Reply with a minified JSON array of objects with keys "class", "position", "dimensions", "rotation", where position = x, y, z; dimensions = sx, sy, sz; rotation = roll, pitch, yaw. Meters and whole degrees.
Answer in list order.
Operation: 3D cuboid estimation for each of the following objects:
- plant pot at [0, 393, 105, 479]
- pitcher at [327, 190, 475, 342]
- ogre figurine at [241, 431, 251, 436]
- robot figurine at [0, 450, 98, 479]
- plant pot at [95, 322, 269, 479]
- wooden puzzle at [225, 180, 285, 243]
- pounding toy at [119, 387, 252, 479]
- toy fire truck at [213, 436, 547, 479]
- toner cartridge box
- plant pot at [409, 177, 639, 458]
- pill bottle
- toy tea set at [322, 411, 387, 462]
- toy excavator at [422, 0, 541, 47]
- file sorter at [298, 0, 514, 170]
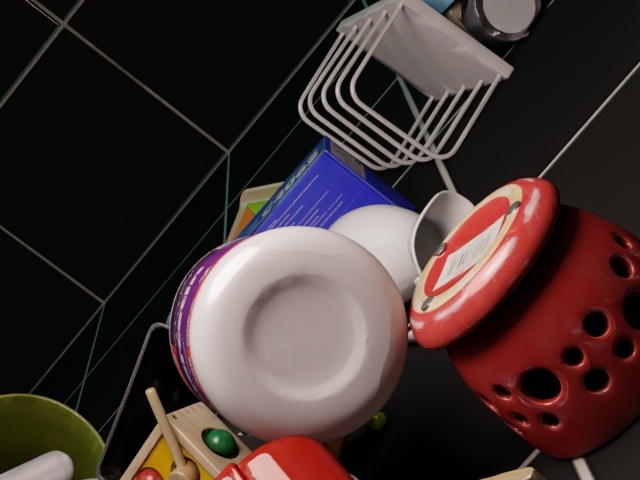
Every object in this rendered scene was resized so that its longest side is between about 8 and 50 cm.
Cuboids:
[{"class":"plant pot","position":[-0.497,0.439,2.491],"dimensions":[0.275,0.275,0.293],"rotation":[-64,1,-42]},{"class":"pitcher","position":[0.081,0.039,1.819],"dimensions":[0.207,0.125,0.177],"rotation":[-12,56,54]},{"class":"ogre figurine","position":[-0.117,0.267,1.914],"dimensions":[0.197,0.097,0.118],"rotation":[-40,2,2]},{"class":"robot figurine","position":[-0.307,0.398,1.775],"dimensions":[0.353,0.300,0.200],"rotation":[-22,16,-38]},{"class":"plant pot","position":[-0.112,0.215,1.757],"dimensions":[0.187,0.188,0.167],"rotation":[-69,-18,0]},{"class":"wooden puzzle","position":[-0.061,0.004,2.276],"dimensions":[0.221,0.044,0.238],"rotation":[-9,49,33]},{"class":"pounding toy","position":[-0.139,0.234,1.603],"dimensions":[0.141,0.130,0.100],"rotation":[-56,-20,24]},{"class":"toy fire truck","position":[0.043,0.229,1.239],"dimensions":[0.246,0.217,0.158],"rotation":[-47,42,1]},{"class":"toner cartridge box","position":[-0.042,0.041,2.103],"dimensions":[0.348,0.165,0.075],"rotation":[-48,13,16]},{"class":"plant pot","position":[0.183,0.054,1.273],"dimensions":[0.191,0.174,0.191],"rotation":[-48,12,13]},{"class":"pill bottle","position":[-0.040,0.082,1.396],"dimensions":[0.181,0.181,0.323],"rotation":[-54,7,-8]},{"class":"toy tea set","position":[0.000,0.266,1.555],"dimensions":[0.200,0.124,0.336],"rotation":[96,-166,-51]},{"class":"toy excavator","position":[0.185,-0.545,2.259],"dimensions":[0.433,0.445,0.222],"rotation":[-55,14,-10]},{"class":"file sorter","position":[0.106,-0.216,2.231],"dimensions":[0.173,0.193,0.278],"rotation":[-58,14,-10]}]
